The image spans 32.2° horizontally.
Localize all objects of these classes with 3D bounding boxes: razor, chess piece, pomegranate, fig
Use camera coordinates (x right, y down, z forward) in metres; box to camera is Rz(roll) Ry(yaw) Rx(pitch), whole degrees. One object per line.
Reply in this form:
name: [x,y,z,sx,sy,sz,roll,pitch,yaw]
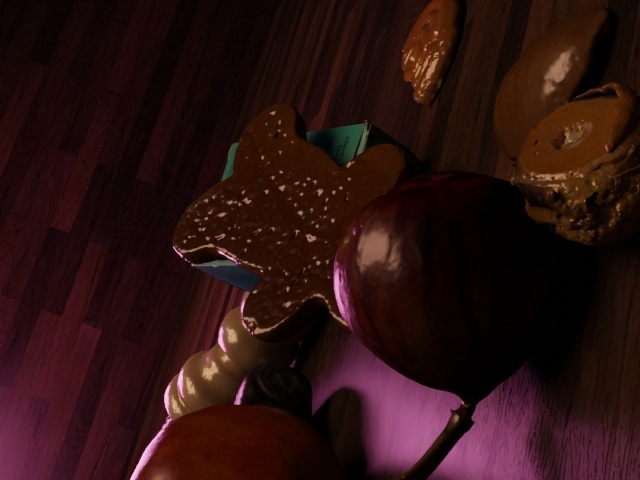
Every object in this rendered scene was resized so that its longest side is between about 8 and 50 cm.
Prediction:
razor: [-0.109,0.338,1.518,0.204,0.114,0.349,-88,21,-58]
chess piece: [-0.110,0.168,1.725,0.299,0.167,0.167,-58,16,27]
pomegranate: [-0.079,0.307,1.210,0.252,0.270,0.229,-36,-47,-51]
fig: [0.121,0.065,0.950,0.204,0.186,0.249,-47,-60,-72]

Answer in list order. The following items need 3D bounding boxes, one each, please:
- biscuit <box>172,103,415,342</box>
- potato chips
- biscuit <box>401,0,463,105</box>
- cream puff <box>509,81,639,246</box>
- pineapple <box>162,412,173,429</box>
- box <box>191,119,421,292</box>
biscuit: [0.001,0.000,1.327,0.432,0.064,0.283,28,78,44]
potato chips: [0.218,-0.162,1.117,0.202,0.049,0.150,139,155,-77]
biscuit: [0.160,-0.289,1.597,0.224,0.033,0.144,-92,25,-58]
cream puff: [0.209,-0.049,0.837,0.119,0.104,0.133,-31,34,15]
pineapple: [-0.208,0.290,1.948,0.225,0.076,0.225,-42,6,5]
box: [-0.024,-0.035,1.530,0.311,0.118,0.205,-4,66,50]
